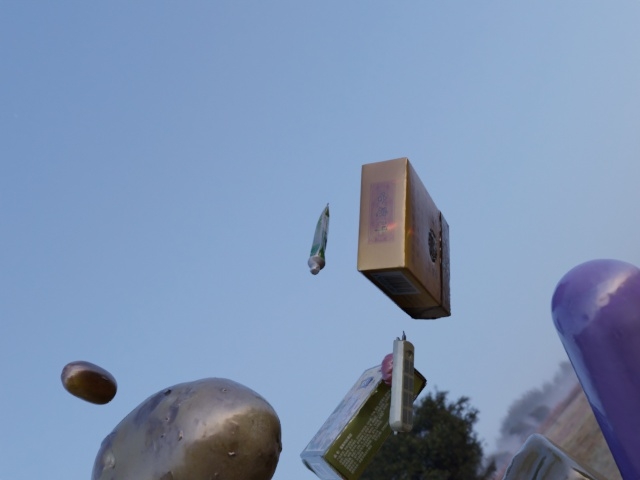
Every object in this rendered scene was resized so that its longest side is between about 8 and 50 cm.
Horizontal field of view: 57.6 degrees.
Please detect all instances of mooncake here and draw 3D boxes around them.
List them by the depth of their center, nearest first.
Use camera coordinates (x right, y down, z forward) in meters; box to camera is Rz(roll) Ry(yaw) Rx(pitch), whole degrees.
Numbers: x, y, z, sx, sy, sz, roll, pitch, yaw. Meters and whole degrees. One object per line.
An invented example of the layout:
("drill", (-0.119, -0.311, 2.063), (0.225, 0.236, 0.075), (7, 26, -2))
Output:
("mooncake", (0.556, 0.590, 1.214), (0.201, 0.378, 0.378), (-56, -31, -2))

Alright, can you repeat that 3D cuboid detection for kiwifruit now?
("kiwifruit", (-0.470, 0.291, 1.189), (0.075, 0.075, 0.124), (-47, -54, -7))

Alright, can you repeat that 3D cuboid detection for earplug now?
("earplug", (0.544, 0.235, 0.996), (0.215, 0.215, 0.456), (-38, -76, -22))

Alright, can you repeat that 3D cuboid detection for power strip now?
("power strip", (0.183, 0.311, 1.285), (0.080, 0.029, 0.227), (35, -125, -54))

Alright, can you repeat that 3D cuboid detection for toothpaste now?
("toothpaste", (0.000, 0.000, 1.554), (0.248, 0.046, 0.078), (-80, 4, -50))

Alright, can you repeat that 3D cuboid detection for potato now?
("potato", (-0.160, 0.254, 0.690), (0.262, 0.165, 0.165), (-34, -27, 17))

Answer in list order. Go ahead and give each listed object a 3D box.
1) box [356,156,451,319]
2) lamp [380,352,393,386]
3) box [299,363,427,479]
("box", (0.213, 0.014, 1.390), (0.415, 0.115, 0.265), (42, -134, -56))
("lamp", (0.228, 0.388, 1.744), (0.092, 0.108, 0.107), (-19, -6, 42))
("box", (0.134, 0.604, 1.941), (0.420, 0.138, 0.373), (-47, -4, -23))
